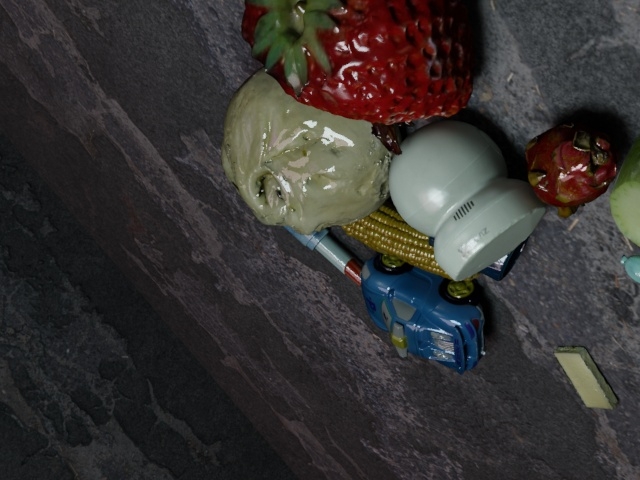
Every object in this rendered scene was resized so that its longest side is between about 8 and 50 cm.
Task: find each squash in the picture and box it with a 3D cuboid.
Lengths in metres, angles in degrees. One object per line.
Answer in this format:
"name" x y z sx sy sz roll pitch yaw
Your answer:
"squash" 0.472 -0.066 1.237 0.170 0.123 0.170 36 151 24

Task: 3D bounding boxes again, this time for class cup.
"cup" 0.273 -0.017 1.564 0.138 0.113 0.150 30 152 19

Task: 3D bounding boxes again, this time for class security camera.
"security camera" 0.211 -0.078 1.448 0.236 0.194 0.195 51 156 17

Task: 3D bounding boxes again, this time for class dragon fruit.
"dragon fruit" 0.363 -0.090 1.350 0.125 0.125 0.246 60 -177 26

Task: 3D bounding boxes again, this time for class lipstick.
"lipstick" 0.000 0.000 2.001 0.274 0.061 0.068 42 155 3

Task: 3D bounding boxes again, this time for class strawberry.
"strawberry" 0.081 -0.302 1.297 0.291 0.309 0.292 21 117 48

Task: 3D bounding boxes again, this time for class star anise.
"star anise" 0.093 -0.229 1.470 0.212 0.157 0.053 40 139 19

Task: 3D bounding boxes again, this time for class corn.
"corn" 0.165 -0.008 1.721 0.313 0.102 0.102 24 147 35

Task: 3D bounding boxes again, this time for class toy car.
"toy car" 0.192 0.149 1.860 0.314 0.166 0.198 25 145 31

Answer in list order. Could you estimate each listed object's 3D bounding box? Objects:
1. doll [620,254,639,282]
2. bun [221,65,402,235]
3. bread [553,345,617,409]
"doll" 0.469 0.057 1.215 0.159 0.059 0.158 33 175 19
"bun" -0.030 -0.160 1.640 0.362 0.234 0.326 -7 120 48
"bread" 0.503 0.260 1.751 0.068 0.028 0.154 -6 125 56
